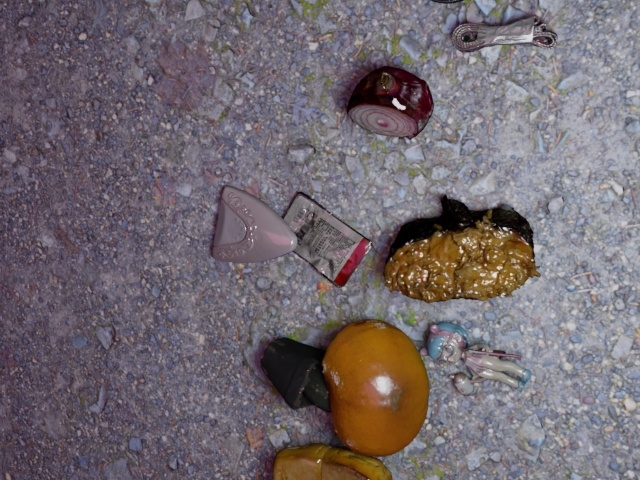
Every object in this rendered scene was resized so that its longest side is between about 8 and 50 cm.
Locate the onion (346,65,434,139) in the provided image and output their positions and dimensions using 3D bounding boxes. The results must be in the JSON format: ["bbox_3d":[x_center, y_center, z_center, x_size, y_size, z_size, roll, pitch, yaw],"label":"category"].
[{"bbox_3d":[0.161,-0.336,1.507,0.195,0.218,0.140,22,77,21],"label":"onion"}]

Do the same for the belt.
[{"bbox_3d":[0.415,-0.464,1.487,0.232,0.053,0.071,4,98,18],"label":"belt"}]

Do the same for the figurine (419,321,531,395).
[{"bbox_3d":[0.372,0.294,1.595,0.260,0.103,0.205,22,140,13],"label":"figurine"}]

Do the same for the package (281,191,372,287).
[{"bbox_3d":[0.000,0.000,1.699,0.239,0.030,0.154,37,109,15],"label":"package"}]

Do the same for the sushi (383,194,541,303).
[{"bbox_3d":[0.316,0.019,1.510,0.348,0.207,0.234,-9,101,22],"label":"sushi"}]

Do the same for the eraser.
[{"bbox_3d":[-0.175,-0.021,1.733,0.243,0.059,0.204,16,101,25],"label":"eraser"}]

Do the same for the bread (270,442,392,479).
[{"bbox_3d":[0.025,0.693,1.732,0.328,0.148,0.337,5,101,22],"label":"bread"}]

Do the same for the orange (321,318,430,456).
[{"bbox_3d":[0.140,0.355,1.598,0.274,0.274,0.310,-26,62,20],"label":"orange"}]

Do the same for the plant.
[{"bbox_3d":[-0.033,0.352,1.696,0.256,0.164,0.142,25,101,29],"label":"plant"}]

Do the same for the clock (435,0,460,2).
[{"bbox_3d":[0.298,-0.653,1.506,0.214,0.042,0.215,3,98,18],"label":"clock"}]
